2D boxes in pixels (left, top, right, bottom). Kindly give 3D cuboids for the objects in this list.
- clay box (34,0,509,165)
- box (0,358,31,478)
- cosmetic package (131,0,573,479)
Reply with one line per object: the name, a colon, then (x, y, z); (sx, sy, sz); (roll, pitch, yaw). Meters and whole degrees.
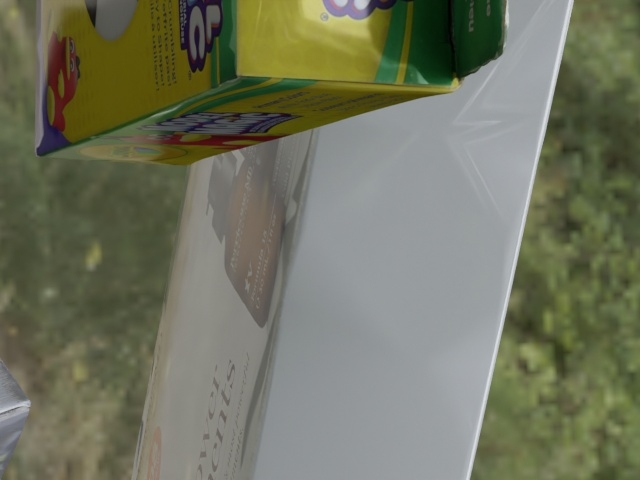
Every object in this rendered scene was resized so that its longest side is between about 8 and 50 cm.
clay box: (-0.020, -0.089, 0.459); (0.222, 0.053, 0.127); (171, -80, -71)
box: (-0.241, 0.017, 0.705); (0.231, 0.183, 0.056); (51, -44, 26)
cosmetic package: (0.000, 0.000, 0.879); (0.284, 0.097, 0.377); (-122, -138, -74)
